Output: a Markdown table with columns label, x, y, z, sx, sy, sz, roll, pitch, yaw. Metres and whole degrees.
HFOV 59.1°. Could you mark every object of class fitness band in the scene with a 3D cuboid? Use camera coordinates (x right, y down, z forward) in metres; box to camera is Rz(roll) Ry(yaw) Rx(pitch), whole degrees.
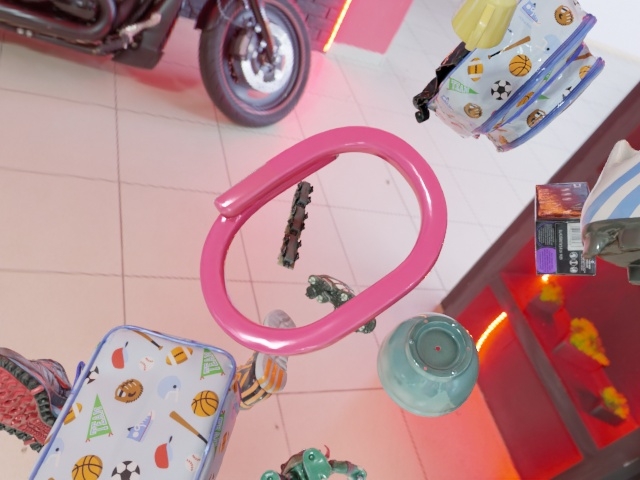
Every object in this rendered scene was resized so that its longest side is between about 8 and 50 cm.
| label | x | y | z | sx | sy | sz | roll | pitch | yaw |
| --- | --- | --- | --- | --- | --- | --- | --- | --- | --- |
| fitness band | 0.000 | 0.000 | 0.630 | 0.290 | 0.054 | 0.209 | -34 | 78 | -2 |

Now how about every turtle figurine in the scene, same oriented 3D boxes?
| label | x | y | z | sx | sy | sz | roll | pitch | yaw |
| --- | --- | --- | --- | --- | --- | --- | --- | --- | --- |
| turtle figurine | -0.021 | 0.413 | 0.948 | 0.175 | 0.234 | 0.118 | -42 | 60 | -13 |

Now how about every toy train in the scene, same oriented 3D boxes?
| label | x | y | z | sx | sy | sz | roll | pitch | yaw |
| --- | --- | --- | --- | --- | --- | --- | --- | --- | --- |
| toy train | -0.036 | -0.021 | 0.776 | 0.027 | 0.036 | 0.158 | 25 | 46 | -15 |

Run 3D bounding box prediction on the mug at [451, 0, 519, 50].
| label | x | y | z | sx | sy | sz | roll | pitch | yaw |
| --- | --- | --- | --- | --- | --- | --- | --- | --- | --- |
| mug | 0.183 | -0.244 | 0.602 | 0.062 | 0.064 | 0.078 | -2 | 68 | -12 |

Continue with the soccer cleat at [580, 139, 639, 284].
| label | x | y | z | sx | sy | sz | roll | pitch | yaw |
| --- | --- | --- | --- | --- | --- | --- | --- | --- | --- |
| soccer cleat | 0.310 | -0.057 | 0.376 | 0.115 | 0.331 | 0.143 | 26 | 76 | -14 |

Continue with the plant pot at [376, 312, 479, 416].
| label | x | y | z | sx | sy | sz | roll | pitch | yaw |
| --- | --- | --- | --- | --- | --- | --- | --- | --- | --- |
| plant pot | 0.313 | 0.323 | 1.574 | 0.292 | 0.196 | 0.293 | 1 | 62 | -2 |

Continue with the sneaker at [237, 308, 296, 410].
| label | x | y | z | sx | sy | sz | roll | pitch | yaw |
| --- | --- | --- | --- | --- | --- | --- | --- | --- | --- |
| sneaker | -0.167 | 0.313 | 1.488 | 0.125 | 0.180 | 0.321 | 47 | 23 | -12 |

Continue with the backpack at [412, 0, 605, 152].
| label | x | y | z | sx | sy | sz | roll | pitch | yaw |
| --- | --- | --- | --- | --- | --- | --- | --- | --- | --- |
| backpack | 0.287 | -0.261 | 0.855 | 0.213 | 0.277 | 0.263 | 39 | 11 | 8 |

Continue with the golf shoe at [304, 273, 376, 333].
| label | x | y | z | sx | sy | sz | roll | pitch | yaw |
| --- | --- | --- | --- | --- | --- | --- | --- | --- | --- |
| golf shoe | 0.081 | 0.180 | 1.737 | 0.272 | 0.105 | 0.120 | 36 | 28 | 31 |

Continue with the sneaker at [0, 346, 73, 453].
| label | x | y | z | sx | sy | sz | roll | pitch | yaw |
| --- | --- | --- | --- | --- | --- | --- | --- | --- | --- |
| sneaker | -0.457 | 0.233 | 0.882 | 0.104 | 0.262 | 0.125 | -21 | 48 | -10 |

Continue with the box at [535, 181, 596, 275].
| label | x | y | z | sx | sy | sz | roll | pitch | yaw |
| --- | --- | --- | --- | --- | --- | --- | --- | --- | --- |
| box | 0.650 | -0.035 | 1.513 | 0.143 | 0.165 | 0.270 | -1 | 24 | 21 |

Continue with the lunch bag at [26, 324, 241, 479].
| label | x | y | z | sx | sy | sz | roll | pitch | yaw |
| --- | --- | --- | --- | --- | --- | --- | --- | --- | --- |
| lunch bag | -0.256 | 0.270 | 0.803 | 0.242 | 0.115 | 0.304 | 11 | 51 | 6 |
